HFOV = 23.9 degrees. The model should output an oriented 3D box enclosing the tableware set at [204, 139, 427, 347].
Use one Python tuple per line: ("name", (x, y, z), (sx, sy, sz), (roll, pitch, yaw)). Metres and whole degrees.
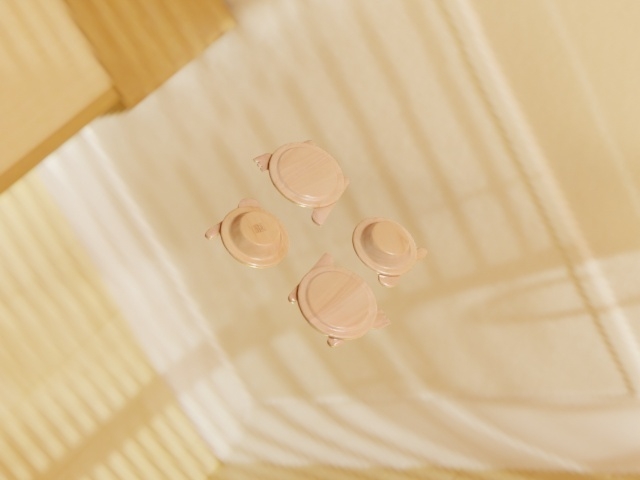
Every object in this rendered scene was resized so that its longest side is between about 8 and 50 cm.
("tableware set", (0.000, 0.000, 1.177), (0.168, 0.141, 0.020), (41, -38, 8))
